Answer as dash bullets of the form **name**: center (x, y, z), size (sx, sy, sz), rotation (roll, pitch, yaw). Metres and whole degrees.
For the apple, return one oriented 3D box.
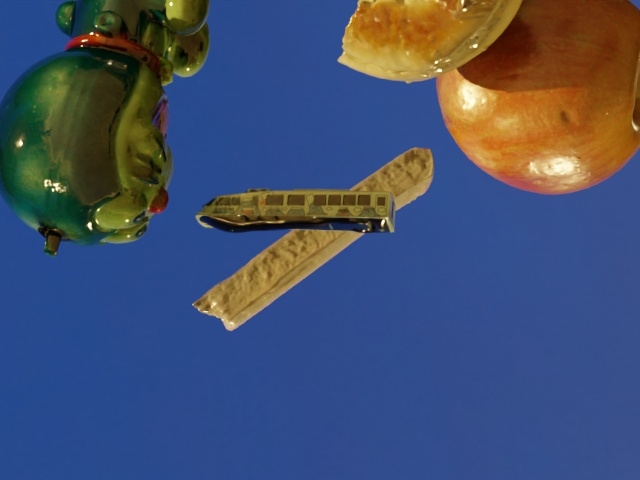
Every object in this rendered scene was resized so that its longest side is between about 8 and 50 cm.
- **apple**: center (0.316, -0.212, 1.805), size (0.301, 0.301, 0.301), rotation (15, -112, -40)

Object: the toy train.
- **toy train**: center (-0.027, -0.030, 1.419), size (0.043, 0.207, 0.047), rotation (63, -151, -66)

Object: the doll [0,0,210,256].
- **doll**: center (-0.224, -0.128, 1.388), size (0.186, 0.198, 0.322), rotation (13, -118, 2)

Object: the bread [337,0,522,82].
- **bread**: center (0.156, -0.333, 1.623), size (0.192, 0.314, 0.171), rotation (19, -152, 6)

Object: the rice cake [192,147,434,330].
- **rice cake**: center (0.001, 0.000, 1.912), size (0.399, 0.070, 0.064), rotation (-35, -103, -9)
